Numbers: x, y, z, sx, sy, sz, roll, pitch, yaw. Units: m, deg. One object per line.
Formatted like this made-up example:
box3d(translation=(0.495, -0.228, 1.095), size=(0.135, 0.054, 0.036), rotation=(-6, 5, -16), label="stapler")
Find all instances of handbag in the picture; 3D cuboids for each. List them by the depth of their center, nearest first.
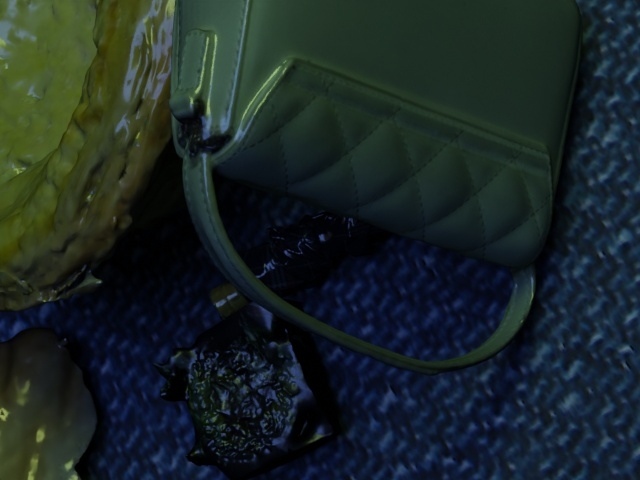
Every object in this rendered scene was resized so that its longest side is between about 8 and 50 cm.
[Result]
box3d(translation=(0.028, -0.049, 0.823), size=(0.079, 0.256, 0.219), rotation=(-4, 74, 47), label="handbag")

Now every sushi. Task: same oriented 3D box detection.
box3d(translation=(-0.040, 0.087, 0.928), size=(0.085, 0.056, 0.083), rotation=(-29, 77, 15), label="sushi")

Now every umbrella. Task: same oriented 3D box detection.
box3d(translation=(0.000, 0.000, 0.935), size=(0.144, 0.037, 0.040), rotation=(-31, 68, 13), label="umbrella")

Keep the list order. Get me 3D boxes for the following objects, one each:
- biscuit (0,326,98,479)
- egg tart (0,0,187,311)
box3d(translation=(-0.180, 0.143, 0.968), size=(0.118, 0.061, 0.183), rotation=(-8, 72, -21), label="biscuit")
box3d(translation=(-0.132, -0.106, 0.940), size=(0.315, 0.120, 0.314), rotation=(-16, 68, 46), label="egg tart")
